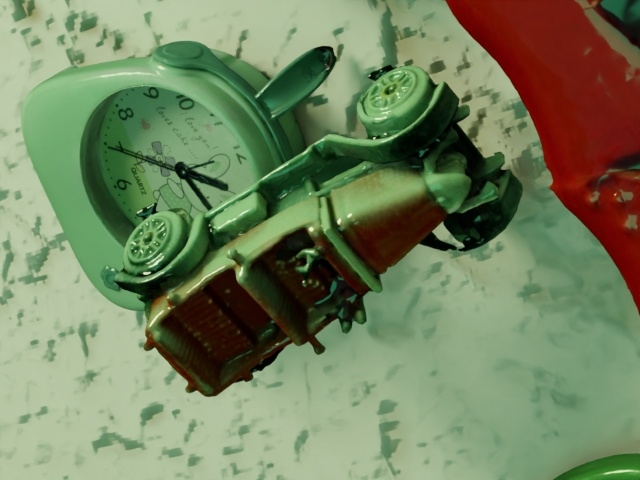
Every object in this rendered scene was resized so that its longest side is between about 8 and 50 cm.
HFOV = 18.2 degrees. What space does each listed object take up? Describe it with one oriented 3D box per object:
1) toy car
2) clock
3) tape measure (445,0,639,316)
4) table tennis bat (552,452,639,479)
[{"bbox_3d":[0.000,0.000,0.716,0.143,0.054,0.073,-30,123,16],"label":"toy car"},{"bbox_3d":[-0.046,-0.030,0.772,0.135,0.041,0.101,-12,107,34],"label":"clock"},{"bbox_3d":[0.147,-0.109,0.570,0.260,0.114,0.253,-29,96,35],"label":"tape measure"},{"bbox_3d":[0.156,0.123,0.736,0.160,0.039,0.257,35,130,8],"label":"table tennis bat"}]
